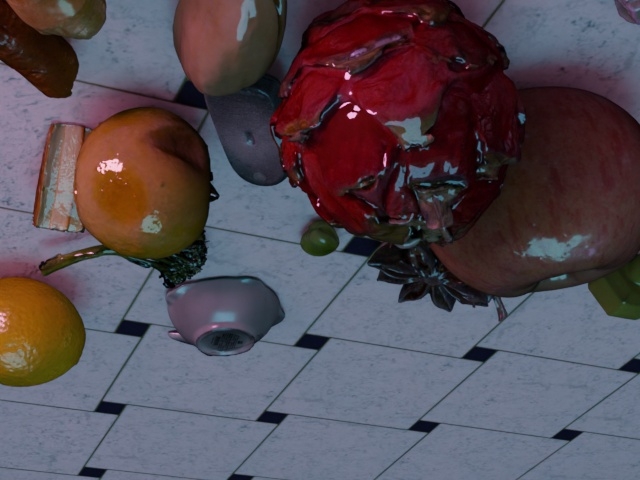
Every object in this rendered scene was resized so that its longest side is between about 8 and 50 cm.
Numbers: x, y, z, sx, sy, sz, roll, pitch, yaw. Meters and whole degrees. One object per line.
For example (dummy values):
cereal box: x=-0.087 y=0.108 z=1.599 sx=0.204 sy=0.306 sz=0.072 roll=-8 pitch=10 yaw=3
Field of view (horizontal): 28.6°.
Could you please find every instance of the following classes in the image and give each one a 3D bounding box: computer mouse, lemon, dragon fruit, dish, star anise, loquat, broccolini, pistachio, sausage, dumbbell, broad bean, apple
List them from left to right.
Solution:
sausage: x=-0.417 y=-0.265 z=1.523 sx=0.103 sy=0.076 sz=0.302 roll=-30 pitch=139 yaw=34
lemon: x=-0.491 y=0.151 z=2.064 sx=0.244 sy=0.186 sz=0.187 roll=23 pitch=139 yaw=-38
broccolini: x=-0.312 y=0.040 z=2.022 sx=0.272 sy=0.062 sz=0.123 roll=-6 pitch=133 yaw=-7
loquat: x=-0.235 y=-0.079 z=1.713 sx=0.213 sy=0.213 sz=0.213 roll=-3 pitch=147 yaw=-2
dish: x=-0.175 y=0.153 z=2.196 sx=0.224 sy=0.078 sz=0.246 roll=16 pitch=143 yaw=-30
pistachio: x=-0.108 y=-0.266 z=1.521 sx=0.136 sy=0.135 sz=0.226 roll=6 pitch=140 yaw=-15
computer mouse: x=-0.093 y=-0.170 z=1.719 sx=0.113 sy=0.068 sz=0.229 roll=2 pitch=138 yaw=14
broad bean: x=0.000 y=0.000 z=2.011 sx=0.063 sy=0.045 sz=0.083 roll=3 pitch=154 yaw=-8
dragon fruit: x=0.093 y=-0.151 z=1.545 sx=0.329 sy=0.329 sz=0.329 roll=-3 pitch=147 yaw=-2
star anise: x=0.203 y=0.054 z=2.079 sx=0.262 sy=0.081 sz=0.230 roll=21 pitch=141 yaw=-16
apple: x=0.304 y=-0.051 z=1.755 sx=0.345 sy=0.269 sz=0.344 roll=-4 pitch=148 yaw=-2
dumbbell: x=0.556 y=0.018 z=2.036 sx=0.108 sy=0.121 sz=0.302 roll=34 pitch=139 yaw=-3

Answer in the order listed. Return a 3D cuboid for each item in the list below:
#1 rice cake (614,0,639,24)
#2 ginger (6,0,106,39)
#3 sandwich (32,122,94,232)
rice cake: x=0.505 y=-0.313 z=1.574 sx=0.270 sy=0.049 sz=0.055 roll=-10 pitch=125 yaw=9
ginger: x=-0.312 y=-0.379 z=1.337 sx=0.348 sy=0.122 sz=0.363 roll=21 pitch=146 yaw=-35
sandwich: x=-0.369 y=-0.107 z=1.830 sx=0.079 sy=0.113 sz=0.163 roll=7 pitch=111 yaw=-15
